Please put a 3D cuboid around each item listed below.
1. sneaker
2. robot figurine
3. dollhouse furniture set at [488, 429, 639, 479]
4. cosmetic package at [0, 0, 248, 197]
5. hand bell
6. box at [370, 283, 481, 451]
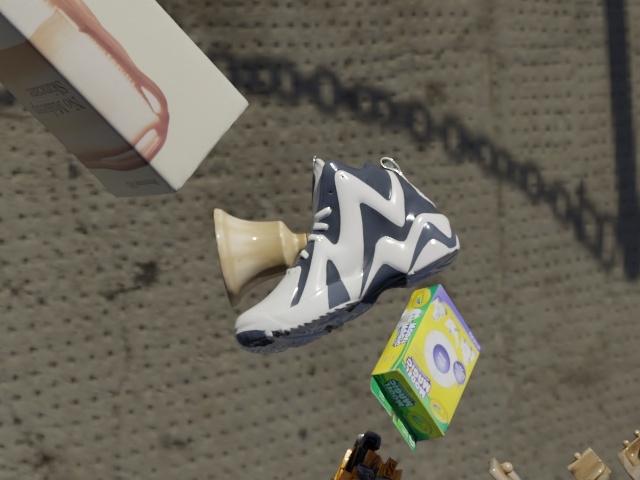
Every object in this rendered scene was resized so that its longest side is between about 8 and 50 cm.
[{"bbox_3d":[0.000,0.000,1.300,0.235,0.094,0.153,-28,75,-6],"label":"sneaker"},{"bbox_3d":[0.024,0.370,1.712,0.085,0.291,0.211,25,46,1],"label":"robot figurine"},{"bbox_3d":[0.270,0.224,1.409,0.151,0.144,0.123,-42,88,5],"label":"dollhouse furniture set"},{"bbox_3d":[-0.233,-0.187,1.315,0.296,0.153,0.129,46,66,-23],"label":"cosmetic package"},{"bbox_3d":[-0.003,0.000,1.688,0.242,0.126,0.126,-11,103,1],"label":"hand bell"},{"bbox_3d":[0.118,0.144,1.533,0.105,0.043,0.179,56,40,-21],"label":"box"}]
